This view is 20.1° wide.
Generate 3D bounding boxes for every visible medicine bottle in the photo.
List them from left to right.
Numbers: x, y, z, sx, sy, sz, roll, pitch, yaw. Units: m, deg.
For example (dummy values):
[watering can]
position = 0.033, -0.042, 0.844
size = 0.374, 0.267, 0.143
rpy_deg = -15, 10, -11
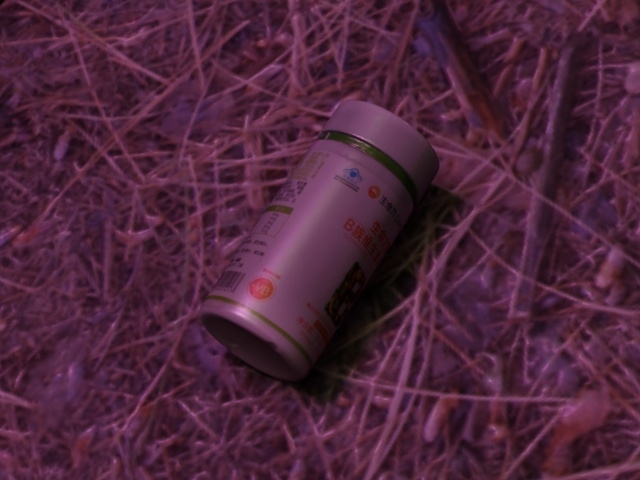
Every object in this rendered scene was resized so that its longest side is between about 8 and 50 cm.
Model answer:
[medicine bottle]
position = 0.000, 0.000, 1.232
size = 0.086, 0.086, 0.183
rpy_deg = 23, 69, 28
